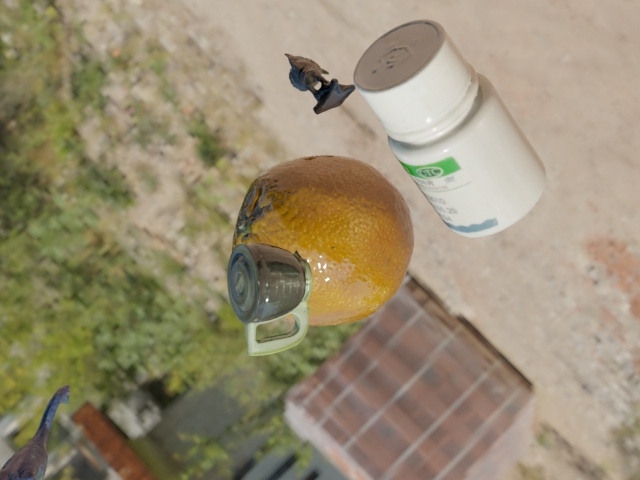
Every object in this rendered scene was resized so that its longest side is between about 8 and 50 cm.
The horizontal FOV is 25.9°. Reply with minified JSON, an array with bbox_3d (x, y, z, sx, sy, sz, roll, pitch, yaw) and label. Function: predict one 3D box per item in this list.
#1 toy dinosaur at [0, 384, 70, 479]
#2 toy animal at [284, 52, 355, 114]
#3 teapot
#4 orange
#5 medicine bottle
[{"bbox_3d":[-0.428,0.311,1.995,0.075,0.188,0.248,21,-175,8],"label":"toy dinosaur"},{"bbox_3d":[-0.019,-0.259,2.156,0.105,0.070,0.202,37,-170,-27],"label":"toy animal"},{"bbox_3d":[-0.057,0.061,1.627,0.092,0.091,0.124,-127,42,-49],"label":"teapot"},{"bbox_3d":[0.000,0.000,1.939,0.264,0.264,0.264,45,173,7],"label":"orange"},{"bbox_3d":[0.143,-0.124,1.556,0.237,0.139,0.139,49,173,-35],"label":"medicine bottle"}]
